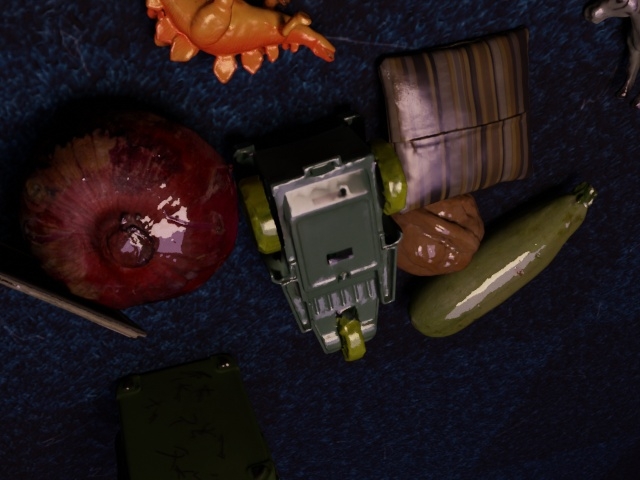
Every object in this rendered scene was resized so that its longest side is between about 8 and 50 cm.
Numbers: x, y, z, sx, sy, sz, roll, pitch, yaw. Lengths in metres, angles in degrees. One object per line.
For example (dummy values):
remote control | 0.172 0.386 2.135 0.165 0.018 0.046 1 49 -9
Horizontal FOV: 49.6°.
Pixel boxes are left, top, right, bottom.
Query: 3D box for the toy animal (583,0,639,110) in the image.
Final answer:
toy animal | 0.464 -0.262 0.948 0.255 0.090 0.170 -1 131 -29

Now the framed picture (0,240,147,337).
framed picture | -0.348 0.027 0.776 0.273 0.216 0.016 35 83 -44

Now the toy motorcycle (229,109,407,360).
toy motorcycle | 0.000 0.000 0.929 0.191 0.200 0.326 -18 129 -11

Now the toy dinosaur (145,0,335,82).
toy dinosaur | -0.113 -0.227 0.718 0.288 0.070 0.117 13 127 -30

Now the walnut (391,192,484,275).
walnut | 0.158 -0.024 1.012 0.166 0.149 0.166 -4 102 -21

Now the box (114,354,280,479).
box | -0.202 0.345 1.102 0.252 0.329 0.178 -13 126 -15

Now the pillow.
pillow | 0.185 -0.155 0.908 0.212 0.052 0.208 -16 113 -13

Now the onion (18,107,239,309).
onion | -0.214 -0.031 0.782 0.246 0.190 0.246 -5 122 -9

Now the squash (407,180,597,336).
squash | 0.304 0.034 1.166 0.370 0.118 0.118 -39 138 10
